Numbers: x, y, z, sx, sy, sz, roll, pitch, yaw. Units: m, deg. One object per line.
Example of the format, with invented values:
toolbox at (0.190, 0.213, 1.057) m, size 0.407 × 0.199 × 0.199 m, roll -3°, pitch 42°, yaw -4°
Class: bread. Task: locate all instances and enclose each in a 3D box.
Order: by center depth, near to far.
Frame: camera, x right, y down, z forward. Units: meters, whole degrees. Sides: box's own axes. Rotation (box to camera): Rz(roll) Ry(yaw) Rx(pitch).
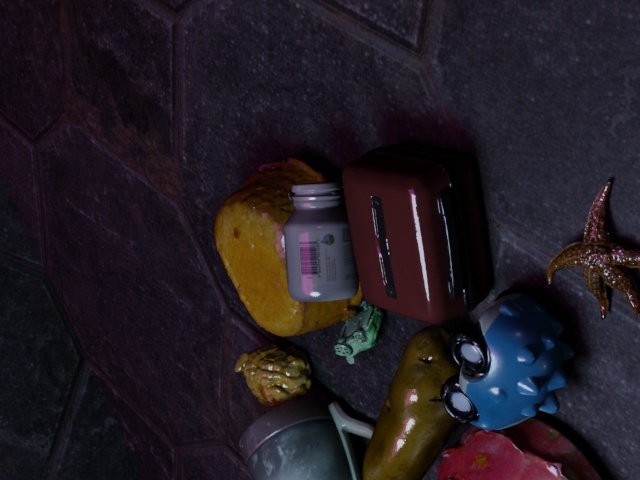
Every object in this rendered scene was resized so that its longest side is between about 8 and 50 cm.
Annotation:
bread at (-0.066, 0.017, 2.196) m, size 0.337 × 0.204 × 0.358 m, roll -9°, pitch 102°, yaw 49°

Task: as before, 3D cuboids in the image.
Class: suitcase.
suitcase at (0.169, -0.014, 1.905) m, size 0.236 × 0.161 × 0.297 m, roll 15°, pitch 122°, yaw 49°

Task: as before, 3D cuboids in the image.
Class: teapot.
teapot at (0.014, 0.519, 2.367) m, size 0.233 × 0.315 × 0.312 m, roll 40°, pitch -160°, yaw -57°

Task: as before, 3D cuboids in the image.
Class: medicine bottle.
medicine bottle at (0.000, 0.000, 1.995) m, size 0.135 × 0.135 × 0.215 m, roll 2°, pitch 96°, yaw 52°

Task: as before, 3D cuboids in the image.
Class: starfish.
starfish at (0.437, 0.024, 1.677) m, size 0.213 × 0.057 × 0.238 m, roll 4°, pitch 116°, yaw 43°

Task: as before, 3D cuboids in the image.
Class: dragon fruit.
dragon fruit at (0.346, 0.510, 1.956) m, size 0.386 × 0.249 × 0.371 m, roll 16°, pitch 128°, yaw 49°

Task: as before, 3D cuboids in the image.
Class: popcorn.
popcorn at (-0.105, 0.307, 2.492) m, size 0.163 × 0.140 × 0.194 m, roll 55°, pitch 155°, yaw -2°

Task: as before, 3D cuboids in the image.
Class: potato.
potato at (0.185, 0.334, 2.009) m, size 0.369 × 0.176 × 0.195 m, roll -67°, pitch 20°, yaw 14°

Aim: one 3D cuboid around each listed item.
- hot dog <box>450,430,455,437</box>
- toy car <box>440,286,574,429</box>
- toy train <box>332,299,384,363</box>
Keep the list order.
hot dog at (0.208, 0.416, 2.205) m, size 0.084 × 0.073 × 0.242 m, roll 46°, pitch 139°, yaw 18°
toy car at (0.329, 0.218, 1.828) m, size 0.190 × 0.188 × 0.255 m, roll 30°, pitch 133°, yaw 28°
toy train at (0.083, 0.192, 2.219) m, size 0.081 × 0.099 × 0.149 m, roll 35°, pitch 142°, yaw -18°
